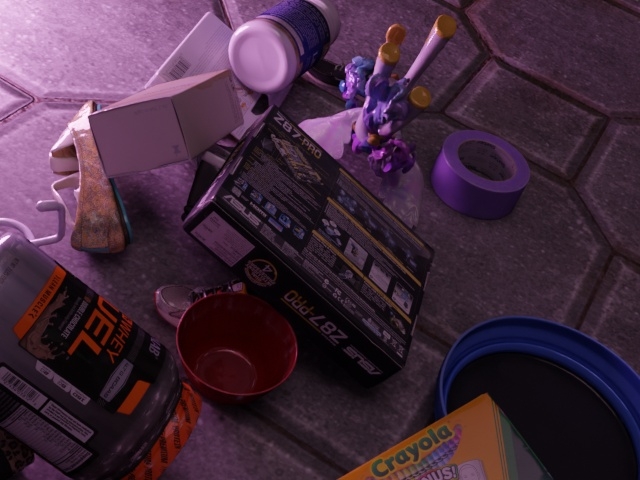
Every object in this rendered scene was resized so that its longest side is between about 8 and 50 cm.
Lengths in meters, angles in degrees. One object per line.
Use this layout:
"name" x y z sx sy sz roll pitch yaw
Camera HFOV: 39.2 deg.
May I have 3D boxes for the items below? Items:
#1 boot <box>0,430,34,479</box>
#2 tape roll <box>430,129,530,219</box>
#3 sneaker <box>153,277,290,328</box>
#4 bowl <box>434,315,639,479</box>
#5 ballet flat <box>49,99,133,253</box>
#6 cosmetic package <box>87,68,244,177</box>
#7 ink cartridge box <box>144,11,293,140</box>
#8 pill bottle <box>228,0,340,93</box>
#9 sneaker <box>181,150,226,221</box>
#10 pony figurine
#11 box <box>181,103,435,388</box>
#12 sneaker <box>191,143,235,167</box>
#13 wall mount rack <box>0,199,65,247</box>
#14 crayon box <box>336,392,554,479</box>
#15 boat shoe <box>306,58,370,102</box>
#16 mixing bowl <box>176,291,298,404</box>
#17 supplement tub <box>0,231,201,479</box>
"boot" -0.506 0.263 1.151 0.236 0.085 0.178 40 45 11
"tape roll" 0.326 -0.136 1.841 0.188 0.080 0.189 10 45 -10
"sneaker" -0.152 0.094 1.434 0.225 0.093 0.088 5 45 -14
"bowl" 0.363 0.294 1.429 0.391 0.077 0.391 10 44 -10
"ballet flat" -0.407 -0.115 1.544 0.123 0.123 0.349 -4 49 -23
"cosmetic package" -0.259 -0.211 1.573 0.160 0.113 0.309 -10 15 14
"ink cartridge box" -0.201 -0.320 1.857 0.239 0.060 0.275 40 41 -14
"pill bottle" -0.067 -0.423 1.894 0.153 0.153 0.265 29 40 10
"sneaker" -0.116 -0.023 1.572 0.295 0.147 0.104 31 -1 -27
"pony figurine" 0.107 -0.217 1.701 0.302 0.363 0.351 24 59 -5
"box" 0.000 0.000 1.451 0.395 0.097 0.318 41 37 -14
"sneaker" -0.174 -0.152 1.712 0.157 0.061 0.065 14 17 -7
"wall mount rack" -0.499 0.064 1.317 0.304 0.130 0.350 -12 51 -26
"crayon box" 0.161 0.352 1.232 0.278 0.081 0.165 -28 58 -13
"boat shoe" 0.059 -0.369 1.988 0.206 0.065 0.075 26 47 9
"mixing bowl" -0.133 0.177 1.350 0.181 0.098 0.181 11 48 -12
"supplement tub" -0.331 0.165 1.153 0.338 0.207 0.207 42 40 -18
